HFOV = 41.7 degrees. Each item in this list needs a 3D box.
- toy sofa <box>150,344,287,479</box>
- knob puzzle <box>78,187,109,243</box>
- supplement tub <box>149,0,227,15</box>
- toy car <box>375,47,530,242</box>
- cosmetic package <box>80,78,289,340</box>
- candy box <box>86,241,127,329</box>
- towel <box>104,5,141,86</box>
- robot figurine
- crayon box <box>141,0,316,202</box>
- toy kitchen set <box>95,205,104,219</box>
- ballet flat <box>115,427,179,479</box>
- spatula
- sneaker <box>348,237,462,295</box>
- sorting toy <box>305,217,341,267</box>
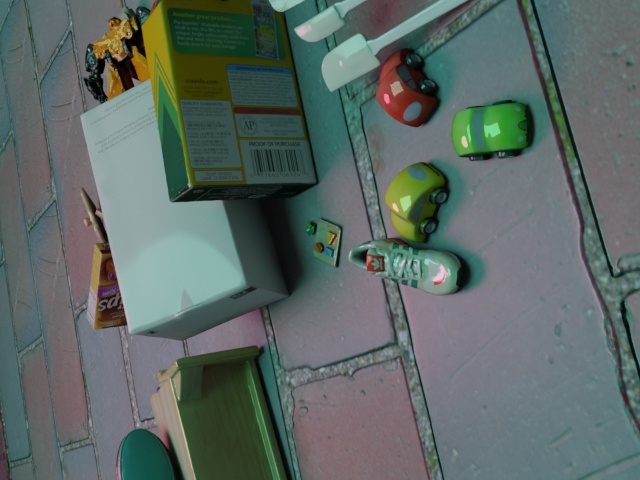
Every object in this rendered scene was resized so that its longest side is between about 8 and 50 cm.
[{"bbox_3d":[-0.151,0.367,1.361,0.177,0.150,0.362,-47,55,54],"label":"toy sofa"},{"bbox_3d":[-0.490,-0.005,1.859,0.213,0.030,0.213,157,90,-80],"label":"knob puzzle"},{"bbox_3d":[-0.204,-0.350,1.383,0.190,0.117,0.117,36,122,49],"label":"supplement tub"},{"bbox_3d":[0.138,-0.118,0.954,0.225,0.053,0.238,-4,90,57],"label":"toy car"},{"bbox_3d":[-0.217,-0.056,1.328,0.217,0.156,0.384,-21,74,19],"label":"cosmetic package"},{"bbox_3d":[-0.428,0.094,1.781,0.053,0.109,0.186,43,129,46],"label":"candy box"},{"bbox_3d":[-0.364,-0.316,1.692,0.187,0.049,0.282,-54,52,45],"label":"towel"},{"bbox_3d":[-0.323,-0.274,1.532,0.211,0.085,0.290,-26,79,27],"label":"robot figurine"},{"bbox_3d":[-0.137,-0.222,1.221,0.083,0.203,0.322,-24,73,55],"label":"crayon box"},{"bbox_3d":[-0.444,-0.048,1.829,0.068,0.083,0.075,31,131,1],"label":"toy kitchen set"},{"bbox_3d":[-0.253,0.432,1.315,0.096,0.095,0.280,98,149,-47],"label":"ballet flat"},{"bbox_3d":[0.054,-0.293,0.978,0.242,0.019,0.168,-24,104,39],"label":"spatula"},{"bbox_3d":[0.098,0.033,1.013,0.161,0.075,0.057,21,111,54],"label":"sneaker"},{"bbox_3d":[0.000,0.000,1.213,0.083,0.012,0.062,25,114,52],"label":"sorting toy"}]
